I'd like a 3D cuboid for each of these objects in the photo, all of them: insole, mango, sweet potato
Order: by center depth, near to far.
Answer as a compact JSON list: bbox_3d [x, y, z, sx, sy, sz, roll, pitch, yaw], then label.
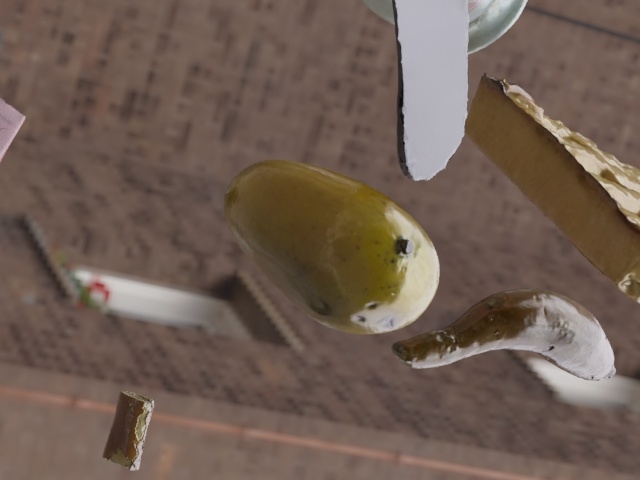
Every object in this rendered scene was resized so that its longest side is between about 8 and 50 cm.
[{"bbox_3d":[0.000,0.000,1.154,0.076,0.103,0.161,-47,-135,-15],"label":"mango"},{"bbox_3d":[0.070,-0.178,1.222,0.012,0.110,0.309,18,-53,30],"label":"insole"},{"bbox_3d":[0.230,0.106,2.149,0.079,0.346,0.108,48,-59,44],"label":"sweet potato"}]

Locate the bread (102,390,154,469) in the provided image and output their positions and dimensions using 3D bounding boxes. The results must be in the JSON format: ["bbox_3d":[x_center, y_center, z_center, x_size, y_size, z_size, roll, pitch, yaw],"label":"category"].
[{"bbox_3d":[-0.217,0.216,2.232,0.047,0.036,0.083,15,-90,24],"label":"bread"}]

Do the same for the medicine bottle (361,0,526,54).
[{"bbox_3d":[0.101,-0.253,1.755,0.147,0.143,0.147,-15,-123,25],"label":"medicine bottle"}]

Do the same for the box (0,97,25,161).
[{"bbox_3d":[-0.321,-0.094,1.546,0.060,0.156,0.111,-45,-166,43],"label":"box"}]

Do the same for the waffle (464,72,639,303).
[{"bbox_3d":[0.307,-0.011,1.891,0.077,0.304,0.348,-53,-142,13],"label":"waffle"}]
